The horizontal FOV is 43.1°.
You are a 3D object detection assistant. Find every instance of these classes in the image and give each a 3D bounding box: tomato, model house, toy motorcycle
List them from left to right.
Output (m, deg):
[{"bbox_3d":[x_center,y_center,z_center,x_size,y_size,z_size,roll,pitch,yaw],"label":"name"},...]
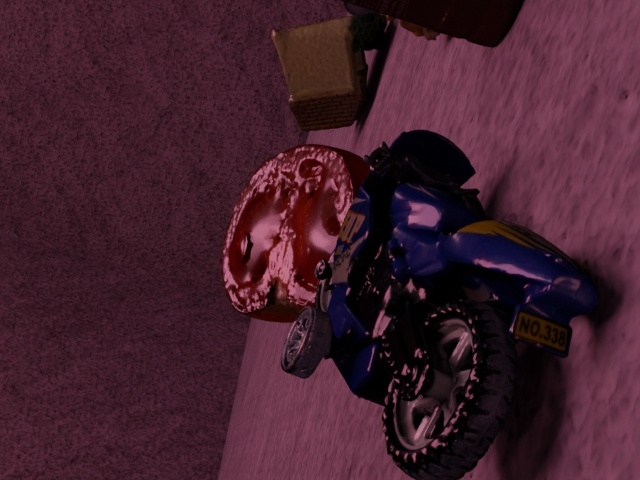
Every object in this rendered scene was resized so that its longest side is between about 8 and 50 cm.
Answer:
[{"bbox_3d":[0.000,0.000,0.940,0.233,0.139,0.200,-6,71,46],"label":"tomato"},{"bbox_3d":[0.033,-0.301,1.466,0.214,0.195,0.189,-43,-53,-74],"label":"model house"},{"bbox_3d":[0.059,0.019,0.494,0.169,0.113,0.315,-64,16,7],"label":"toy motorcycle"}]

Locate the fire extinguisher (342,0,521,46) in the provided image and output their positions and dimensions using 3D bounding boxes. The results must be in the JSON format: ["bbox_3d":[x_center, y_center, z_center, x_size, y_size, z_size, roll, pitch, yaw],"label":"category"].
[{"bbox_3d":[-0.005,-0.250,0.637,0.138,0.344,0.102,-97,23,-73],"label":"fire extinguisher"}]

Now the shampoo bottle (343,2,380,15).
[{"bbox_3d":[0.098,-0.485,1.552,0.233,0.087,0.049,158,128,-83],"label":"shampoo bottle"}]

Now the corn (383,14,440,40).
[{"bbox_3d":[0.134,-0.363,0.895,0.101,0.101,0.292,131,158,-76],"label":"corn"}]
